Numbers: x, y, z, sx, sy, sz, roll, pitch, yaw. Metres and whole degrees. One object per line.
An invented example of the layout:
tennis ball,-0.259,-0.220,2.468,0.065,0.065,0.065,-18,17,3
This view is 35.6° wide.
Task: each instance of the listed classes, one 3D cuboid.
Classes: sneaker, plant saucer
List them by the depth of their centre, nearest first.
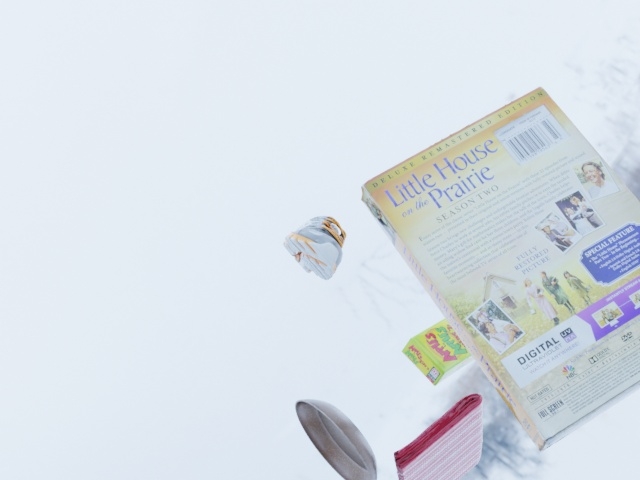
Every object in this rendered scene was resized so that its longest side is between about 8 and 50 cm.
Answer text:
sneaker,0.000,0.000,1.454,0.083,0.084,0.215,-40,-170,-6
plant saucer,0.034,0.338,1.678,0.036,0.198,0.198,-37,162,-22

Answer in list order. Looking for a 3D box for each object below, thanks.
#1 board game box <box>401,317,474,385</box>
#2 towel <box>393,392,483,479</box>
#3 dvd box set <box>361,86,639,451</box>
board game box,0.249,0.201,1.910,0.181,0.092,0.043,-23,152,-45
towel,0.215,0.393,1.796,0.199,0.031,0.275,-35,147,-17
dvd box set,0.292,0.023,1.322,0.308,0.420,0.062,-30,158,-13
